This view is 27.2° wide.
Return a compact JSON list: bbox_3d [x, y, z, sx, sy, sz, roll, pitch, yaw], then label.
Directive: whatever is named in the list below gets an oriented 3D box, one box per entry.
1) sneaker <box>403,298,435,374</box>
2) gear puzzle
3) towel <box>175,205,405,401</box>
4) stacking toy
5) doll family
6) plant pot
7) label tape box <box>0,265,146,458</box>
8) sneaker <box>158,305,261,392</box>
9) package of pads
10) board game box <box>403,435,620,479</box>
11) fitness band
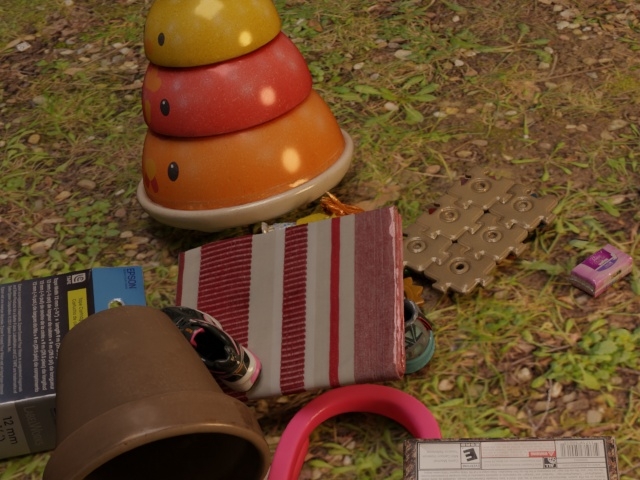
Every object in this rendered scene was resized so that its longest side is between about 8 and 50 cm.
[{"bbox_3d":[0.020,0.114,1.774,0.261,0.125,0.104,-4,54,5],"label":"sneaker"},{"bbox_3d":[0.197,0.021,1.940,0.175,0.044,0.339,27,54,33],"label":"gear puzzle"},{"bbox_3d":[-0.044,0.092,1.725,0.329,0.037,0.237,-11,60,23],"label":"towel"},{"bbox_3d":[-0.161,-0.286,1.999,0.350,0.480,0.351,-12,24,5],"label":"stacking toy"},{"bbox_3d":[0.000,0.000,1.876,0.163,0.118,0.263,-9,13,0],"label":"doll family"},{"bbox_3d":[-0.216,0.206,1.580,0.263,0.263,0.229,-16,54,-9],"label":"plant pot"},{"bbox_3d":[-0.402,0.170,1.813,0.347,0.115,0.249,-9,39,-6],"label":"label tape box"},{"bbox_3d":[-0.154,0.124,1.696,0.178,0.077,0.072,23,75,35],"label":"sneaker"},{"bbox_3d":[0.398,0.043,1.878,0.083,0.032,0.050,-32,46,-26],"label":"package of pads"},{"bbox_3d":[0.205,0.366,1.397,0.232,0.141,0.291,-2,49,6],"label":"board game box"},{"bbox_3d":[0.043,0.295,1.623,0.209,0.054,0.291,3,42,14],"label":"fitness band"}]
